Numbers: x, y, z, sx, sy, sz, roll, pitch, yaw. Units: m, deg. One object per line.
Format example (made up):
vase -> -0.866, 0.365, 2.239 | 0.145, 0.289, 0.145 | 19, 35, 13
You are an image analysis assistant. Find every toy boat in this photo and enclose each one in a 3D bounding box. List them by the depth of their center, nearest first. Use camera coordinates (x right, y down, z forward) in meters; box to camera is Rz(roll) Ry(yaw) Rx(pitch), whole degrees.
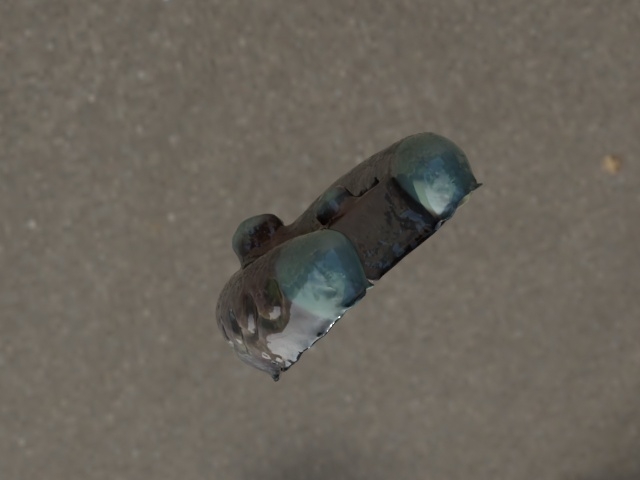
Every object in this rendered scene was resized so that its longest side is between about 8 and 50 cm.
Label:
toy boat -> 0.000, 0.000, 1.081 | 0.155, 0.085, 0.227 | -45, 179, -20
